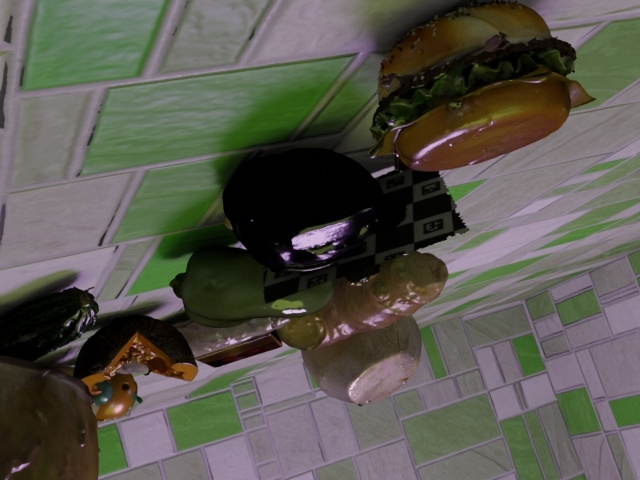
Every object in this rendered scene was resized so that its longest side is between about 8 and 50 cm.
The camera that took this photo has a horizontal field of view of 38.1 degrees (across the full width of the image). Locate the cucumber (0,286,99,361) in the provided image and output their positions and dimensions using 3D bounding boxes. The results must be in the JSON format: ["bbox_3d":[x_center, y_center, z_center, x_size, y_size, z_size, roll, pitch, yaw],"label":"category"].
[{"bbox_3d":[-0.355,0.116,1.127,0.265,0.077,0.077,-25,167,28],"label":"cucumber"}]

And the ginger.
[{"bbox_3d":[0.062,0.101,1.597,0.354,0.126,0.190,-20,179,24],"label":"ginger"}]

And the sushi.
[{"bbox_3d":[0.042,0.001,0.968,0.210,0.040,0.192,-21,-153,6],"label":"sushi"}]

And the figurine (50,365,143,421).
[{"bbox_3d":[-0.438,0.280,1.660,0.222,0.124,0.324,-13,173,-11],"label":"figurine"}]

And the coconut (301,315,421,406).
[{"bbox_3d":[0.071,0.183,1.776,0.227,0.230,0.227,-20,140,-17],"label":"coconut"}]

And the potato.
[{"bbox_3d":[-0.466,0.336,1.115,0.386,0.319,0.442,-18,153,25],"label":"potato"}]

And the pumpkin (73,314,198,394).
[{"bbox_3d":[-0.285,0.167,1.400,0.184,0.107,0.119,-6,158,-20],"label":"pumpkin"}]

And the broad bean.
[{"bbox_3d":[-0.085,0.051,1.074,0.228,0.100,0.169,-8,176,36],"label":"broad bean"}]

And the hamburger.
[{"bbox_3d":[0.114,-0.114,0.693,0.164,0.093,0.189,-19,168,17],"label":"hamburger"}]

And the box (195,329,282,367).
[{"bbox_3d":[-0.165,0.190,1.797,0.159,0.071,0.240,-20,168,-2],"label":"box"}]

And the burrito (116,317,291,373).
[{"bbox_3d":[-0.199,0.154,1.560,0.392,0.076,0.117,-20,175,21],"label":"burrito"}]

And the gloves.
[{"bbox_3d":[-0.018,-0.026,0.891,0.165,0.124,0.203,2,163,4],"label":"gloves"}]
